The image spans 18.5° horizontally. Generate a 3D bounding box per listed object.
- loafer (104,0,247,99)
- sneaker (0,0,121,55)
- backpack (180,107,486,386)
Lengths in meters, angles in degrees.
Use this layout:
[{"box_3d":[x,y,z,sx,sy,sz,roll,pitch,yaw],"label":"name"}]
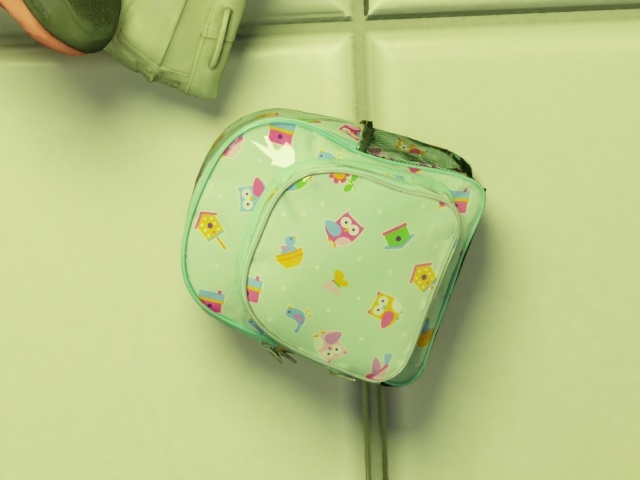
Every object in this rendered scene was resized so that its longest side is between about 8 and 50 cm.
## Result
[{"box_3d":[-0.032,-0.241,1.287,0.111,0.112,0.319,31,105,-9],"label":"loafer"},{"box_3d":[-0.251,-0.211,1.276,0.314,0.116,0.136,47,113,17],"label":"sneaker"},{"box_3d":[0.000,0.000,1.300,0.188,0.144,0.166,21,103,1],"label":"backpack"}]
